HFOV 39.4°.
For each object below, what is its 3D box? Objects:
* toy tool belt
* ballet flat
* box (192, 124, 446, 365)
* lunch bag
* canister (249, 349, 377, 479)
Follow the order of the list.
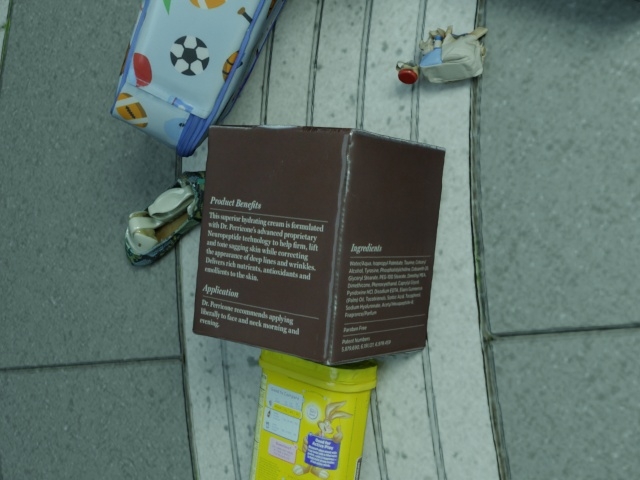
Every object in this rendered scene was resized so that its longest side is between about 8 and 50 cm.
[{"bbox_3d":[0.116,-0.177,0.848,0.083,0.052,0.051,-4,56,34],"label":"toy tool belt"},{"bbox_3d":[-0.189,-0.028,1.057,0.188,0.070,0.070,-37,68,31],"label":"ballet flat"},{"bbox_3d":[0.000,0.000,0.851,0.169,0.167,0.203,8,94,37],"label":"box"},{"bbox_3d":[-0.093,-0.244,0.900,0.115,0.243,0.303,29,108,-4],"label":"lunch bag"},{"bbox_3d":[-0.012,0.197,0.915,0.126,0.073,0.169,12,98,37],"label":"canister"}]
